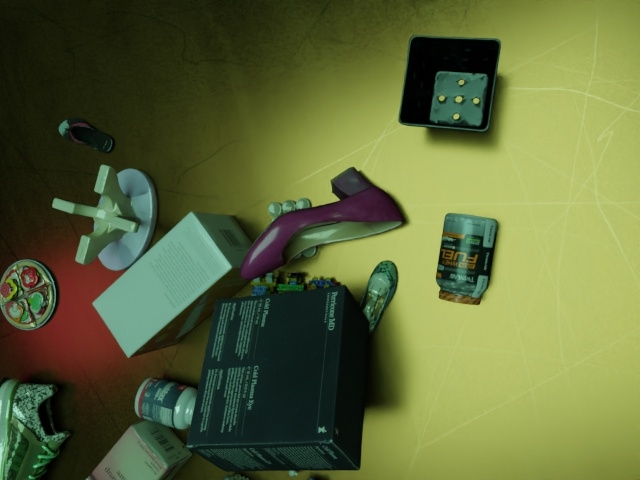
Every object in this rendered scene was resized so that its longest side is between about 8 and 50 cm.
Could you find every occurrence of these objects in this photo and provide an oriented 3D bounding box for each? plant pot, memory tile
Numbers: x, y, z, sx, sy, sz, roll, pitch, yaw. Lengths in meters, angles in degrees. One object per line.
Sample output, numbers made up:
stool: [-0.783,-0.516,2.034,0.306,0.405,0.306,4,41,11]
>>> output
plant pot: [0.286,-0.322,1.440,0.188,0.167,0.187,8,92,18]
memory tile: [-0.068,-0.028,1.639,0.113,0.012,0.148,-9,86,18]

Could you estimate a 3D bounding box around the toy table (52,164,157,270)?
toy table: [-0.541,-0.057,1.724,0.252,0.161,0.274,4,90,19]

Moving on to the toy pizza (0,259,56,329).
toy pizza: [-0.837,0.154,1.888,0.201,0.032,0.201,0,89,19]

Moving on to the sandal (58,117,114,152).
sandal: [-0.646,-0.291,1.824,0.179,0.040,0.067,23,97,18]

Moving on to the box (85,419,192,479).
box: [-0.471,0.588,1.708,0.148,0.127,0.232,43,102,14]

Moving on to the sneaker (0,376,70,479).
sneaker: [-0.777,0.572,1.817,0.182,0.158,0.410,-5,93,1]

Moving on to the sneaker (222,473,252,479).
sneaker: [-0.169,0.716,1.617,0.146,0.102,0.293,-45,76,14]

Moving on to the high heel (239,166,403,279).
high heel: [0.000,0.000,1.511,0.377,0.127,0.181,-41,67,-5]

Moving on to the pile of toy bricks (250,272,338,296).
pile of toy bricks: [-0.067,0.150,1.601,0.212,0.118,0.105,3,130,8]

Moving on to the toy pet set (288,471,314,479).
toy pet set: [-0.040,0.587,1.610,0.114,0.065,0.122,15,92,53]

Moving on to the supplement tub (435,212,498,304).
supplement tub: [0.316,0.040,1.452,0.117,0.117,0.190,8,92,19]

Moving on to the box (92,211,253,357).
box: [-0.336,0.104,1.621,0.345,0.215,0.168,-40,78,15]

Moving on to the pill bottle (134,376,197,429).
pill bottle: [-0.364,0.416,1.684,0.180,0.108,0.108,10,93,18]

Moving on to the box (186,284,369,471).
box: [-0.076,0.295,1.411,0.312,0.179,0.343,-8,53,21]

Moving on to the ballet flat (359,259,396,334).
ballet flat: [0.126,0.137,1.543,0.070,0.070,0.188,19,95,18]
